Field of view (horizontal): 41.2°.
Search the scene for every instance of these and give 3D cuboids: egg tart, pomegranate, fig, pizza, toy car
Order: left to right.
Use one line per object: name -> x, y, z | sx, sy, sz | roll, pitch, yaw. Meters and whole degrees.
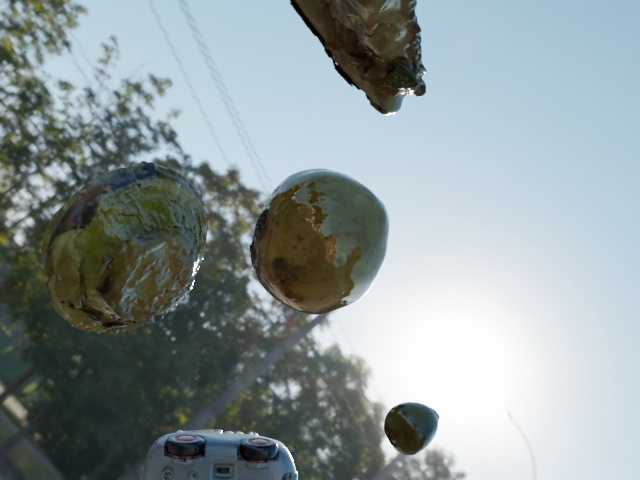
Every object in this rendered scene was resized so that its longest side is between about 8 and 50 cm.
egg tart -> -0.230, 0.022, 1.062 | 0.106, 0.241, 0.241 | 38, -22, 40
toy car -> -0.177, 0.422, 1.517 | 0.212, 0.271, 0.180 | -143, -124, -86
pomegranate -> 0.000, 0.000, 1.491 | 0.260, 0.260, 0.260 | 42, -21, 20
pizza -> 0.006, -0.326, 1.004 | 0.391, 0.080, 0.435 | 61, -7, -34
fig -> 0.134, 0.264, 1.220 | 0.074, 0.088, 0.073 | 25, -56, 45
